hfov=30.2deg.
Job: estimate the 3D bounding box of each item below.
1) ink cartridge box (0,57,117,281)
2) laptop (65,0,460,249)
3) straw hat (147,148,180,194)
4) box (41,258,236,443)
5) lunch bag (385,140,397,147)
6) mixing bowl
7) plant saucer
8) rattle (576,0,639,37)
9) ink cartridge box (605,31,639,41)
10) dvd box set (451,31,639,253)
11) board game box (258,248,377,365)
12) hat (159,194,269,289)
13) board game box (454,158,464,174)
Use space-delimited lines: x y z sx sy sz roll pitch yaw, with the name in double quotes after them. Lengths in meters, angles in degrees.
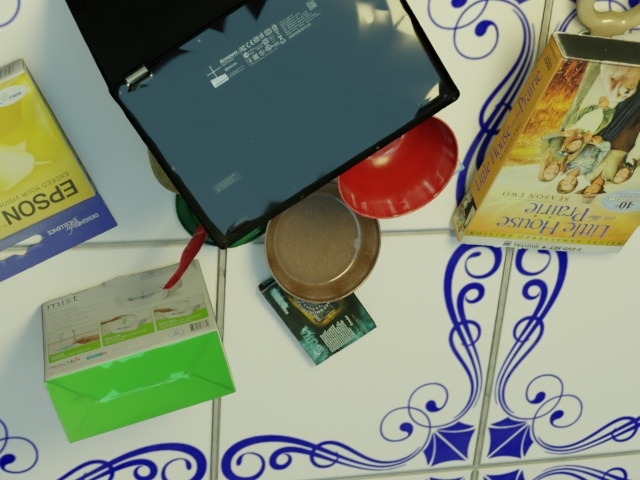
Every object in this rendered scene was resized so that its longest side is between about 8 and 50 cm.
-0.498 -0.067 1.742 0.303 0.072 0.307 -26 118 -1 "ink cartridge box"
-0.093 -0.279 1.603 0.382 0.236 0.408 -33 109 3 "laptop"
-0.189 -0.141 1.782 0.061 0.144 0.144 -6 128 -60 "straw hat"
-0.284 0.160 1.818 0.262 0.231 0.127 -17 119 -6 "box"
-0.027 -0.235 1.726 0.262 0.160 0.223 -9 128 -6 "lunch bag"
0.094 -0.130 1.684 0.181 0.098 0.181 -12 132 -14 "mixing bowl"
0.000 0.000 1.901 0.198 0.036 0.198 -3 100 -19 "plant saucer"
0.439 -0.381 1.856 0.130 0.143 0.199 -11 155 -17 "rattle"
0.514 -0.247 1.876 0.218 0.092 0.158 -12 145 -10 "ink cartridge box"
0.419 -0.136 1.854 0.308 0.062 0.420 4 140 -17 "dvd box set"
-0.004 0.111 1.986 0.126 0.026 0.186 -33 120 3 "board game box"
-0.128 -0.022 1.794 0.173 0.183 0.208 25 108 -24 "hat"
0.149 -0.146 1.895 0.103 0.026 0.154 -34 119 4 "board game box"
